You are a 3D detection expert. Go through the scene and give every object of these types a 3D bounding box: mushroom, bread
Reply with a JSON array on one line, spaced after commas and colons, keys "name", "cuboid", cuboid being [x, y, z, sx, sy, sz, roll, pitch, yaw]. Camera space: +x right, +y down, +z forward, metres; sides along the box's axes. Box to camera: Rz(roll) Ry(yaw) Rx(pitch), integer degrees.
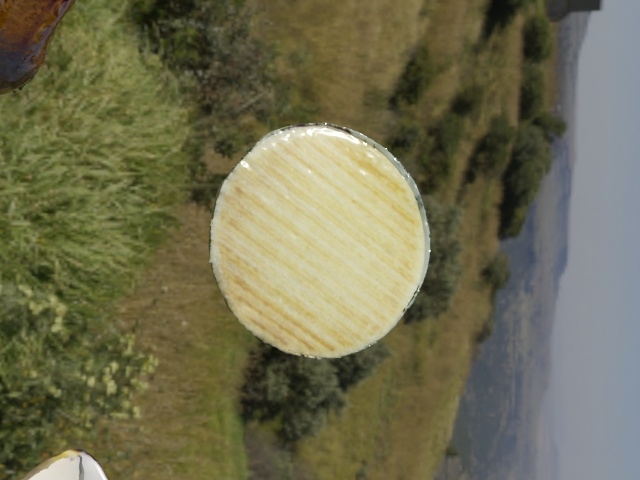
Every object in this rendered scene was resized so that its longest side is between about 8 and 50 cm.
[{"name": "mushroom", "cuboid": [-0.281, -0.222, 0.763, 0.138, 0.231, 0.194, 41, 30, -19]}, {"name": "bread", "cuboid": [0.000, 0.000, 0.953, 0.040, 0.267, 0.267, 163, -69, -66]}]

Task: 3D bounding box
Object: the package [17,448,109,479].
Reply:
[{"name": "package", "cuboid": [-0.124, 0.272, 0.318, 0.311, 0.221, 0.165, 59, 9, 5]}]
